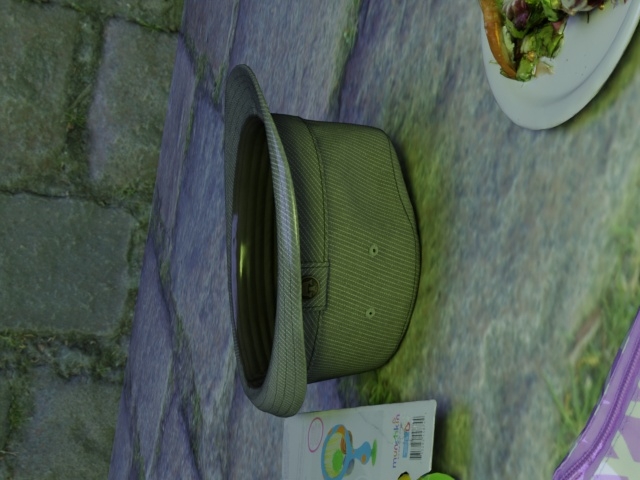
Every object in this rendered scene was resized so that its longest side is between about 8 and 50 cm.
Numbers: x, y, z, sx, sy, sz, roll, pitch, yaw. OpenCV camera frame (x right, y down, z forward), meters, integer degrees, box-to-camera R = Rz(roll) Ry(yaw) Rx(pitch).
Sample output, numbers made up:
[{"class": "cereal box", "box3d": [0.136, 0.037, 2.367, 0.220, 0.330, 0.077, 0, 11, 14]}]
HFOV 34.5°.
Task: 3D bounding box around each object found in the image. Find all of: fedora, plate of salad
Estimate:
[{"class": "fedora", "box3d": [0.000, 0.000, 0.810, 0.244, 0.124, 0.275, -173, 81, -75]}, {"class": "plate of salad", "box3d": [0.128, -0.163, 0.584, 0.200, 0.048, 0.199, -173, 90, -73]}]

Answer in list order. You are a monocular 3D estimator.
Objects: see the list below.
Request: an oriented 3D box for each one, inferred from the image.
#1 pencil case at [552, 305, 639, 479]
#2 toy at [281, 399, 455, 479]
[{"class": "pencil case", "box3d": [0.151, 0.031, 0.376, 0.086, 0.088, 0.206, -114, 33, -62]}, {"class": "toy", "box3d": [0.034, 0.194, 0.755, 0.237, 0.056, 0.136, 152, 126, -64]}]
